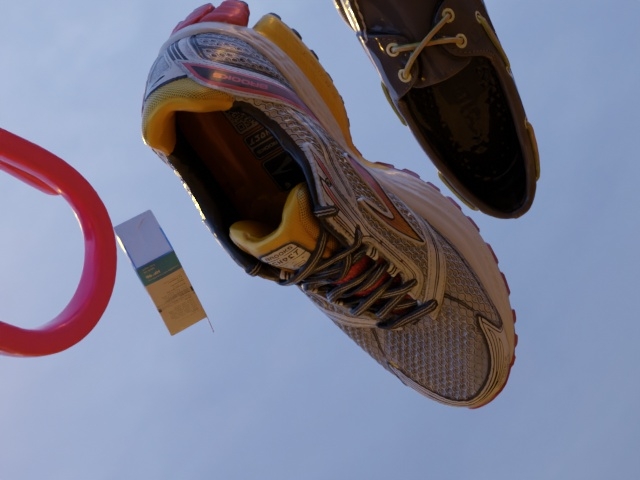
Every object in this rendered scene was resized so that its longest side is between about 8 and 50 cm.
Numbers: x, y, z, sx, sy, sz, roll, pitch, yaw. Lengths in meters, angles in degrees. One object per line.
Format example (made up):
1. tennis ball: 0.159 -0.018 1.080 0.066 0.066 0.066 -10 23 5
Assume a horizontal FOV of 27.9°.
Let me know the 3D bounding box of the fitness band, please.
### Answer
1. fitness band: -0.319 0.000 1.259 0.291 0.054 0.209 28 -117 -45

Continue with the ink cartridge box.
1. ink cartridge box: -0.101 0.027 0.834 0.028 0.048 0.083 -28 -46 -7

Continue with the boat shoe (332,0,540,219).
1. boat shoe: 0.072 -0.109 0.768 0.081 0.068 0.227 -29 -58 9

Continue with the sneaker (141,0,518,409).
1. sneaker: 0.000 0.000 0.585 0.088 0.225 0.092 -38 15 31
